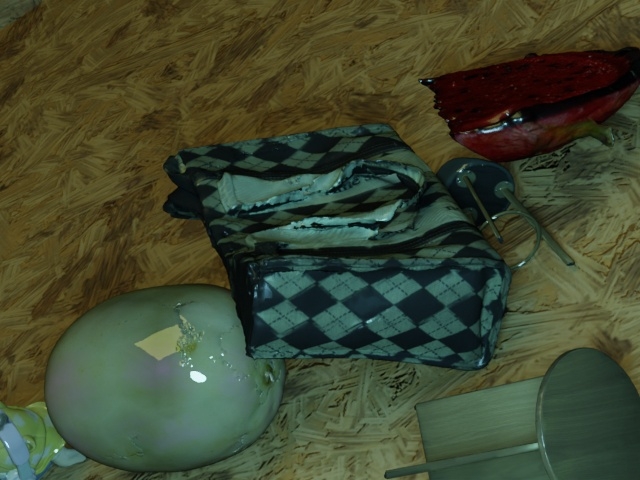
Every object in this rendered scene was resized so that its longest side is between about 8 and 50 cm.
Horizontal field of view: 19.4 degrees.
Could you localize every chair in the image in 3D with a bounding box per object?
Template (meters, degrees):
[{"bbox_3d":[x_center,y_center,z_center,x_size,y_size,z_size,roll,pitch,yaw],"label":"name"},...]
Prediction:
[{"bbox_3d":[0.211,-0.020,2.184,0.095,0.104,0.221,-11,33,-13],"label":"chair"}]

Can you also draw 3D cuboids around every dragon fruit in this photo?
[{"bbox_3d":[0.274,-0.160,2.260,0.282,0.100,0.343,-16,15,4],"label":"dragon fruit"}]

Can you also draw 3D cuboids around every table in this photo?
[{"bbox_3d":[0.187,0.209,1.850,0.226,0.167,0.167,-18,34,44],"label":"table"}]

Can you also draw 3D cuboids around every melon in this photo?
[{"bbox_3d":[-0.183,0.161,2.199,0.317,0.223,0.223,-10,40,37],"label":"melon"}]

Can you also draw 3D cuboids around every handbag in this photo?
[{"bbox_3d":[0.000,0.000,2.173,0.316,0.180,0.416,0,25,-17],"label":"handbag"}]

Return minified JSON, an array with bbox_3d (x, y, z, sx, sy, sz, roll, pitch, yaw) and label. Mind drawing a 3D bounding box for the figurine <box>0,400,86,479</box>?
[{"bbox_3d":[-0.375,0.257,2.333,0.208,0.184,0.128,-34,70,-28],"label":"figurine"}]
